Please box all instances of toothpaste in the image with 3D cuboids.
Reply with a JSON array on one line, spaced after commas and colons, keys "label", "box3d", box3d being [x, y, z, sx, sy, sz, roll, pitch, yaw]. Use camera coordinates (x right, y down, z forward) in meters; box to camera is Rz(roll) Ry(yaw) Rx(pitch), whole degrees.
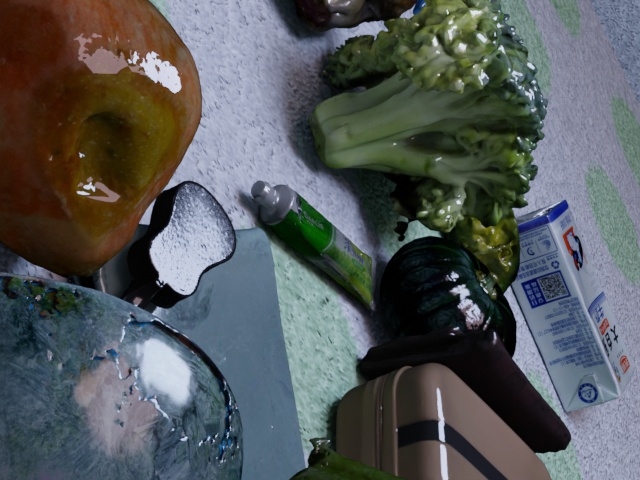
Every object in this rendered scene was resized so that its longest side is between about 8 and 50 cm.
[{"label": "toothpaste", "box3d": [0.000, 0.000, 1.402, 0.248, 0.046, 0.078, 41, 40, -44]}]

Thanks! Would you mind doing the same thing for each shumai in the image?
[{"label": "shumai", "box3d": [0.028, -0.374, 1.608, 0.218, 0.185, 0.184, -98, 179, -69]}]

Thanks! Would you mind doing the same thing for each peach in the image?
[{"label": "peach", "box3d": [-0.199, -0.089, 0.951, 0.214, 0.214, 0.236, -17, 105, -62]}]

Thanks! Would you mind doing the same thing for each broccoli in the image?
[{"label": "broccoli", "box3d": [0.129, -0.148, 1.515, 0.348, 0.280, 0.294, 168, -90, -78]}]

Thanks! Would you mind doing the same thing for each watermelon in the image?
[{"label": "watermelon", "box3d": [-0.169, 0.165, 0.832, 0.322, 0.188, 0.175, 44, 28, -30]}]

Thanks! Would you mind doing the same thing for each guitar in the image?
[{"label": "guitar", "box3d": [-0.153, 0.049, 1.013, 0.084, 0.038, 0.271, 52, 42, -18]}]

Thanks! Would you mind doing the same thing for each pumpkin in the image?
[{"label": "pumpkin", "box3d": [0.164, 0.085, 1.511, 0.202, 0.140, 0.202, 48, 21, -26]}]

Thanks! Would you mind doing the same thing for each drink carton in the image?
[{"label": "drink carton", "box3d": [0.393, 0.105, 1.950, 0.130, 0.106, 0.315, -30, 99, -60]}]

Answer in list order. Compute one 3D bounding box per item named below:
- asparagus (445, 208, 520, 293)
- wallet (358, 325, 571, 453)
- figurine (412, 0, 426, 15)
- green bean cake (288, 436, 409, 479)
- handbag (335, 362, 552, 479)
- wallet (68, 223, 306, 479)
[{"label": "asparagus", "box3d": [0.207, -0.103, 1.762, 0.108, 0.128, 0.382, -15, 83, -25]}, {"label": "wallet", "box3d": [0.176, 0.185, 1.434, 0.229, 0.182, 0.049, 48, 44, -36]}, {"label": "figurine", "box3d": [0.121, -0.508, 1.797, 0.243, 0.298, 0.416, 49, 13, 33]}, {"label": "green bean cake", "box3d": [0.000, 0.320, 0.957, 0.250, 0.156, 0.247, -22, 128, -63]}, {"label": "handbag", "box3d": [0.142, 0.311, 1.323, 0.302, 0.149, 0.283, 47, 36, -36]}, {"label": "wallet", "box3d": [-0.113, 0.122, 1.111, 0.251, 0.054, 0.291, 6, 70, -55]}]
